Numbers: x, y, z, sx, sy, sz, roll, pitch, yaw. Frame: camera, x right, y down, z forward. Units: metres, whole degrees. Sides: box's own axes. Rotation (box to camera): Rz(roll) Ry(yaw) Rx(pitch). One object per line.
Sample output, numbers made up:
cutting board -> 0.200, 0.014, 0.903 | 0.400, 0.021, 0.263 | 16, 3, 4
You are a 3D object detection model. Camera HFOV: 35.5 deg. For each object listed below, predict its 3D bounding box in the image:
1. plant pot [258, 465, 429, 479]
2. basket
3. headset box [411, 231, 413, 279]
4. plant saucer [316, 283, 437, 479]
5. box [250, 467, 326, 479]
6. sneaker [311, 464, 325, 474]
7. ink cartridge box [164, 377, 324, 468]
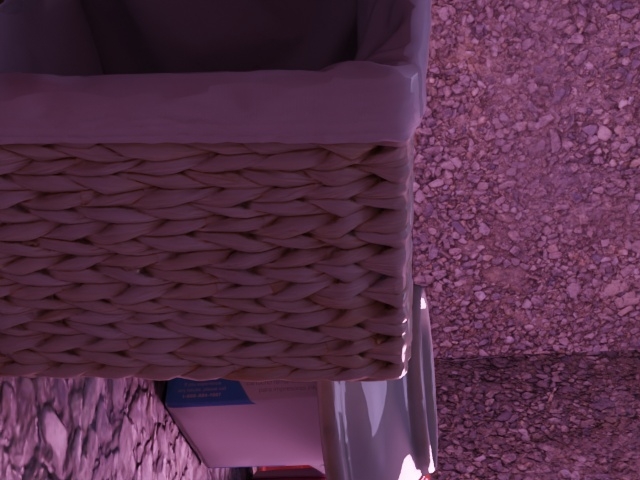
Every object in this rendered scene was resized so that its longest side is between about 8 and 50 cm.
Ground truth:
plant pot -> 0.050, 0.370, 1.699 | 0.272, 0.265, 0.273 | -4, 90, -82
basket -> -0.085, -0.100, 0.690 | 0.328, 0.331, 0.266 | -85, 170, -45
headset box -> 0.000, 0.000, 1.573 | 0.110, 0.293, 0.218 | -32, -131, 50
plant saucer -> 0.076, 0.159, 1.138 | 0.400, 0.100, 0.401 | -4, 90, -81
box -> -0.052, 0.432, 1.438 | 0.232, 0.126, 0.149 | -19, 105, -82
sneaker -> -0.055, 0.258, 1.495 | 0.282, 0.102, 0.161 | 44, -7, -28
ink cartridge box -> -0.061, 0.118, 1.244 | 0.197, 0.198, 0.270 | 74, 14, -54
